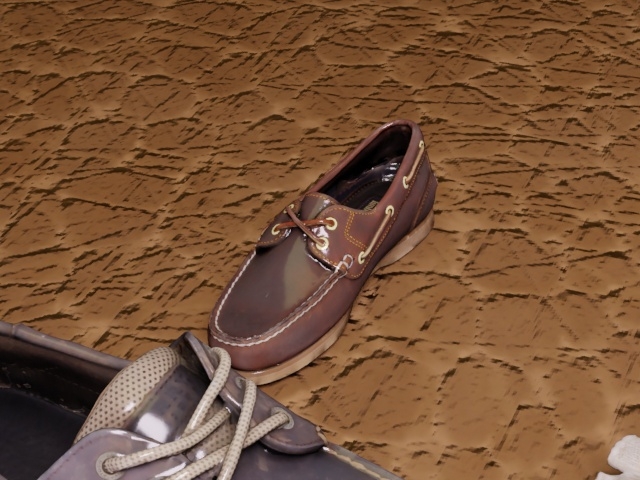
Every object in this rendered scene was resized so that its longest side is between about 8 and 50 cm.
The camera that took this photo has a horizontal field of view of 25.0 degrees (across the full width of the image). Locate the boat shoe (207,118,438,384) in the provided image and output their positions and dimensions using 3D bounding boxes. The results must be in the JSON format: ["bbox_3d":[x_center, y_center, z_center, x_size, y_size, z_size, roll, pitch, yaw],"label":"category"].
[{"bbox_3d":[0.000,0.000,0.847,0.073,0.073,0.207,18,43,25],"label":"boat shoe"}]

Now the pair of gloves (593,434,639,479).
[{"bbox_3d":[0.177,0.175,0.577,0.204,0.042,0.240,6,40,32],"label":"pair of gloves"}]

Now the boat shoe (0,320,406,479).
[{"bbox_3d":[-0.073,0.117,0.634,0.355,0.130,0.132,9,39,23],"label":"boat shoe"}]
